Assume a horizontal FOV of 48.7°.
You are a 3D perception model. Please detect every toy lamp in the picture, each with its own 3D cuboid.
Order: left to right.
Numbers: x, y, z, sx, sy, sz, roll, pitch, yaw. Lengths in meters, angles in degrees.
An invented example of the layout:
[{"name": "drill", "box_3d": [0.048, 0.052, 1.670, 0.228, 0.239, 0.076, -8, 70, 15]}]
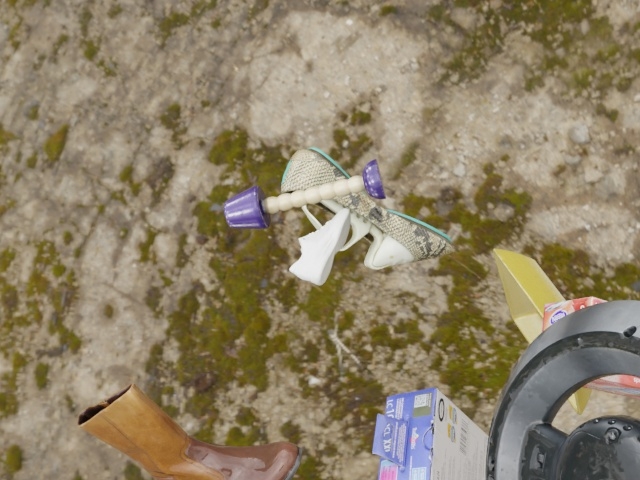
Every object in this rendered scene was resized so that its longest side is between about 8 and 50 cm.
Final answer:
[{"name": "toy lamp", "box_3d": [-0.030, -0.075, 1.213, 0.274, 0.080, 0.080, -14, 72, 7]}]

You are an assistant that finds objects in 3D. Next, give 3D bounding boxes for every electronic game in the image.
[{"name": "electronic game", "box_3d": [0.177, 0.149, 0.413, 0.229, 0.048, 0.229, -33, 51, 55]}]

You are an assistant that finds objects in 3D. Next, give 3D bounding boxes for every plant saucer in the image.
[{"name": "plant saucer", "box_3d": [0.549, 0.203, 1.694, 0.081, 0.333, 0.333, -28, 47, 2]}]

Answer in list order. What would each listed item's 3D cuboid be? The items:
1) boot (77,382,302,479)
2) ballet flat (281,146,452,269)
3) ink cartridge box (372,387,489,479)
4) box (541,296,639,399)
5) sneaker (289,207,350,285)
[{"name": "boot", "box_3d": [-0.201, 0.309, 1.111, 0.264, 0.280, 0.096, -25, 26, 32]}, {"name": "ballet flat", "box_3d": [0.104, -0.038, 1.777, 0.182, 0.482, 0.164, -62, 15, -18]}, {"name": "ink cartridge box", "box_3d": [0.271, 0.530, 1.653, 0.151, 0.395, 0.270, -19, 41, 33]}, {"name": "box", "box_3d": [0.594, 0.218, 1.381, 0.142, 0.300, 0.154, 153, 130, -65]}, {"name": "sneaker", "box_3d": [0.000, 0.000, 1.608, 0.094, 0.080, 0.212, 16, 54, 18]}]
